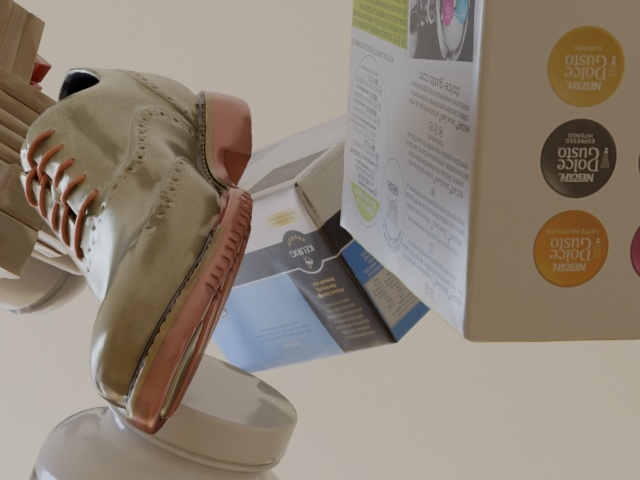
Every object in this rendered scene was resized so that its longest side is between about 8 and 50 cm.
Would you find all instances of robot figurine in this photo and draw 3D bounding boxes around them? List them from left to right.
[{"bbox_3d":[-0.410,-0.022,2.080,0.300,0.200,0.353,23,-1,40],"label":"robot figurine"}]

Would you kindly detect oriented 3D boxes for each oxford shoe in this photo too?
[{"bbox_3d":[-0.130,-0.007,1.058,0.146,0.140,0.397,21,18,-11],"label":"oxford shoe"}]

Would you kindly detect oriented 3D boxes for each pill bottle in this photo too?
[{"bbox_3d":[-0.131,0.240,1.125,0.181,0.323,0.181,21,11,-4],"label":"pill bottle"}]

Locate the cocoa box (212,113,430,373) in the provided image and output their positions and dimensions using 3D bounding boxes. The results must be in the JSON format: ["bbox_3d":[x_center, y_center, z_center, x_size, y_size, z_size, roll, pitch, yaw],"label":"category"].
[{"bbox_3d":[0.000,0.000,2.060,0.231,0.228,0.347,-42,14,-35],"label":"cocoa box"}]

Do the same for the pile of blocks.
[{"bbox_3d":[-0.280,-0.069,1.467,0.149,0.362,0.112,-41,-51,21],"label":"pile of blocks"}]

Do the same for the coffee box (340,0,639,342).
[{"bbox_3d":[0.220,-0.127,1.206,0.338,0.334,0.338,0,12,-14],"label":"coffee box"}]
